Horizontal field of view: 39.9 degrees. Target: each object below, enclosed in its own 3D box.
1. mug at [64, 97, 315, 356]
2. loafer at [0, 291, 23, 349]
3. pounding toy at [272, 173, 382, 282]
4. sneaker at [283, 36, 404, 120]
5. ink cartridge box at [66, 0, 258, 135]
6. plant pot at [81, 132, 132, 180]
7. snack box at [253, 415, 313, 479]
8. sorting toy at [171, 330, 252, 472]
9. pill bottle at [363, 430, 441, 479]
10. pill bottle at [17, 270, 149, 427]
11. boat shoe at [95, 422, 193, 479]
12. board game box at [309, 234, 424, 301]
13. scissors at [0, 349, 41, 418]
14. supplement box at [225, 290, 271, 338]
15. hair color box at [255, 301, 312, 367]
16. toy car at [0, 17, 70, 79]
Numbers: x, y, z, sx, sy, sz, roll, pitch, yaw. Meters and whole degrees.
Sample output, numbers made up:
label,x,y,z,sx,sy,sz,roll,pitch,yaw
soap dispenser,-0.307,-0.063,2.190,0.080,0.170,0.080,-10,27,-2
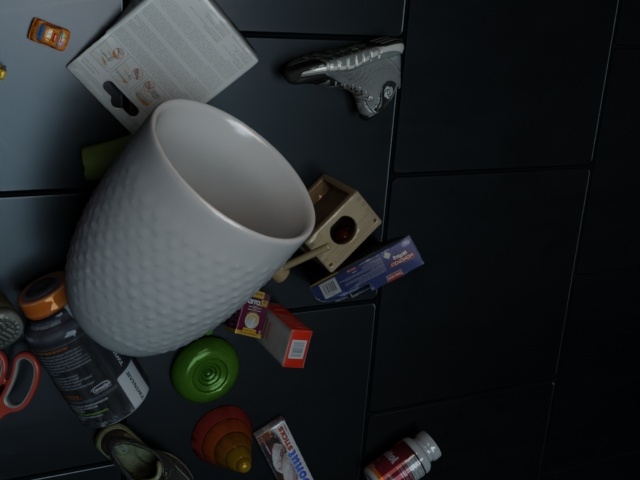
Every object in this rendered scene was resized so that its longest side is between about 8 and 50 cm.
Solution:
label,x,y,z,sx,sy,sz,roll,pitch,yaw
mug,-0.198,-0.009,1.321,0.276,0.374,0.328,44,116,1
loafer,-0.570,0.150,1.326,0.251,0.087,0.094,-22,136,-6
pounding toy,0.000,0.007,1.511,0.206,0.181,0.094,-45,122,-7
sneaker,0.049,-0.261,1.502,0.229,0.086,0.132,-18,117,-23
ink cartridge box,-0.243,-0.285,1.369,0.232,0.066,0.189,-35,123,11
plant pot,-0.327,-0.121,1.360,0.079,0.083,0.083,-8,111,-13
snack box,-0.069,0.427,1.718,0.064,0.022,0.178,-31,119,-17
sorting toy,-0.178,0.271,1.545,0.127,0.126,0.365,-20,117,-20
pill bottle,0.171,0.464,1.822,0.152,0.086,0.086,-34,120,-15
pill bottle,-0.381,0.168,1.397,0.130,0.130,0.245,-32,120,-15
boat shoe,-0.303,0.405,1.555,0.080,0.073,0.223,-47,122,-6
board game box,0.080,0.055,1.583,0.194,0.194,0.060,-28,91,3
scissors,-0.534,0.304,1.405,0.109,0.021,0.297,20,98,-6
supplement box,-0.127,0.127,1.558,0.055,0.043,0.083,16,85,-31
hair color box,-0.070,0.164,1.554,0.043,0.141,0.072,8,104,-30
toy car,-0.414,-0.267,1.278,0.060,0.040,0.122,38,88,-33
